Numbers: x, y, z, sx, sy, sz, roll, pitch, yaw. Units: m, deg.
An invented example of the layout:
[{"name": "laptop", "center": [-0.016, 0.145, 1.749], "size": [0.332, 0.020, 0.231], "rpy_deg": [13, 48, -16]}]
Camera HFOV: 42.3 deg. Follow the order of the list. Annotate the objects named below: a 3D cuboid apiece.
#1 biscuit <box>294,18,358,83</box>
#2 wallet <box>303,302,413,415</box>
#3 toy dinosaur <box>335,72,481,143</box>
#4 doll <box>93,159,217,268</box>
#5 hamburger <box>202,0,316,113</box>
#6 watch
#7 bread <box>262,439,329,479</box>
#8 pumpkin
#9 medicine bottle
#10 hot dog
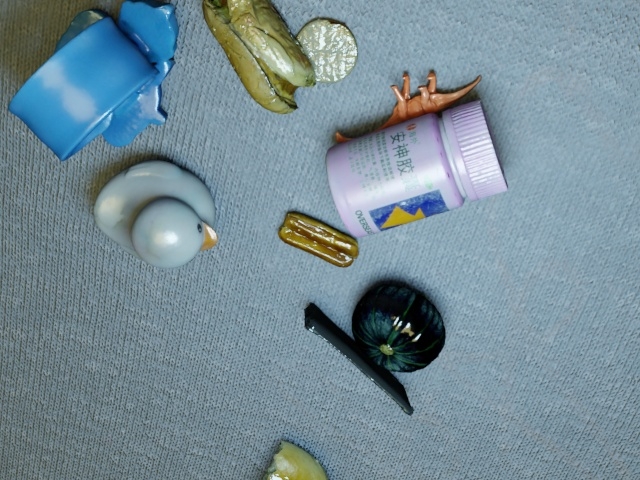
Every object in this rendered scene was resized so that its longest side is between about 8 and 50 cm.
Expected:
[{"name": "biscuit", "center": [0.009, -0.341, 1.495], "size": [0.120, 0.015, 0.120], "rpy_deg": [3, 114, 7]}, {"name": "wallet", "center": [0.076, 0.236, 1.662], "size": [0.285, 0.146, 0.030], "rpy_deg": [43, 99, -10]}, {"name": "toy dinosaur", "center": [0.154, -0.244, 1.493], "size": [0.280, 0.055, 0.101], "rpy_deg": [-11, 122, 13]}, {"name": "doll", "center": [-0.312, -0.034, 1.570], "size": [0.251, 0.221, 0.221], "rpy_deg": [15, 114, 2]}, {"name": "hamburger", "center": [-0.117, -0.337, 1.454], "size": [0.124, 0.131, 0.262], "rpy_deg": [-32, 100, 24]}, {"name": "watch", "center": [-0.373, -0.282, 1.437], "size": [0.305, 0.274, 0.241], "rpy_deg": [-39, 102, 26]}, {"name": "bread", "center": [-0.074, 0.616, 1.834], "size": [0.192, 0.171, 0.314], "rpy_deg": [28, 115, 0]}, {"name": "pumpkin", "center": [0.150, 0.173, 1.620], "size": [0.194, 0.150, 0.194], "rpy_deg": [3, 116, 6]}, {"name": "medicine bottle", "center": [0.171, -0.126, 1.474], "size": [0.291, 0.178, 0.178], "rpy_deg": [-16, 110, 15]}, {"name": "hot dog", "center": [0.000, 0.000, 1.626], "size": [0.165, 0.045, 0.071], "rpy_deg": [24, 113, -2]}]
